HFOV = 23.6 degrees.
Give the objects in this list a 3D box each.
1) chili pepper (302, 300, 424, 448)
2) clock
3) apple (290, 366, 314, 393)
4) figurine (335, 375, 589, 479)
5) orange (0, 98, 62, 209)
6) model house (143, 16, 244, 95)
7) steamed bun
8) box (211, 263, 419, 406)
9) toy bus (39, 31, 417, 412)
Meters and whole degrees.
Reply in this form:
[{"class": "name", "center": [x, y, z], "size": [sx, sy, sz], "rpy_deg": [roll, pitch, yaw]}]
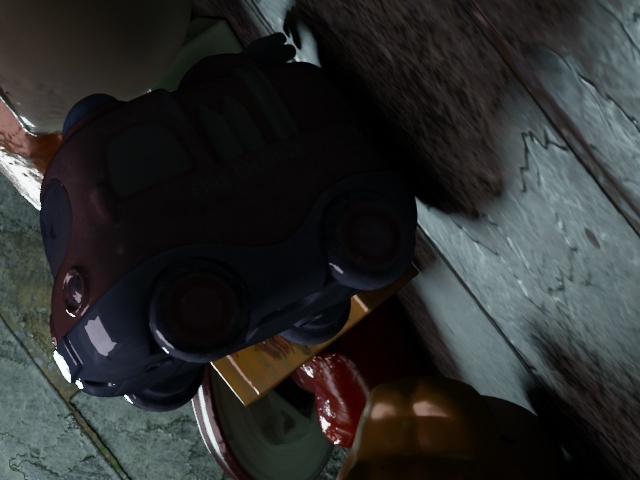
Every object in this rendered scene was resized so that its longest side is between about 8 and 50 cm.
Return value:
[{"class": "chili pepper", "center": [0.055, 0.166, 1.703], "size": [0.135, 0.131, 0.338], "rpy_deg": [17, 148, 33]}, {"class": "clock", "center": [-0.055, 0.164, 1.942], "size": [0.318, 0.080, 0.318], "rpy_deg": [24, -118, -57]}, {"class": "apple", "center": [0.001, 0.116, 1.840], "size": [0.153, 0.120, 0.153], "rpy_deg": [51, 170, 12]}, {"class": "figurine", "center": [0.145, 0.314, 1.333], "size": [0.401, 0.268, 0.387], "rpy_deg": [61, -169, 31]}, {"class": "orange", "center": [-0.255, -0.169, 1.585], "size": [0.310, 0.274, 0.274], "rpy_deg": [47, 173, -2]}, {"class": "model house", "center": [-0.101, -0.126, 1.450], "size": [0.149, 0.100, 0.127], "rpy_deg": [53, 173, -16]}, {"class": "steamed bun", "center": [-0.233, -0.252, 1.249], "size": [0.324, 0.206, 0.324], "rpy_deg": [55, 173, 10]}, {"class": "box", "center": [-0.046, 0.032, 1.459], "size": [0.174, 0.076, 0.274], "rpy_deg": [52, 144, 3]}, {"class": "toy bus", "center": [-0.083, -0.020, 1.148], "size": [0.231, 0.294, 0.197], "rpy_deg": [64, 160, 9]}]
